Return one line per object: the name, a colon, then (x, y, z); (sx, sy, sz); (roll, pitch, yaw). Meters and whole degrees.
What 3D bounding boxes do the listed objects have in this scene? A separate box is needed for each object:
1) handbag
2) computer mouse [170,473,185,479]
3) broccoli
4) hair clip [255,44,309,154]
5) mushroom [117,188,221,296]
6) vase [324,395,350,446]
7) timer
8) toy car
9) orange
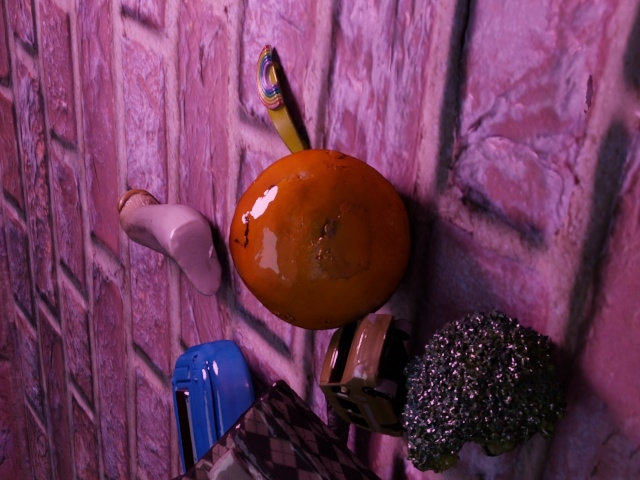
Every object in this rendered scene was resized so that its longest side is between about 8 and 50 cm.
handbag: (-0.123, 0.452, 1.352); (0.317, 0.416, 0.180); (45, -172, 3)
computer mouse: (-0.160, 0.471, 1.508); (0.264, 0.088, 0.147); (2, 86, 28)
broccoli: (0.197, 0.205, 1.058); (0.194, 0.219, 0.194); (49, 170, 12)
hair clip: (-0.066, -0.211, 1.388); (0.060, 0.033, 0.188); (-37, 71, 56)
mushroom: (-0.308, -0.008, 1.761); (0.328, 0.122, 0.159); (25, 114, 51)
vase: (0.028, 0.308, 1.435); (0.059, 0.059, 0.167); (35, 130, 45)
timer: (-0.201, 0.367, 1.706); (0.309, 0.115, 0.340); (155, 107, -68)
toy car: (0.061, 0.178, 1.171); (0.124, 0.101, 0.257); (8, 154, 17)
orange: (0.000, 0.000, 1.188); (0.246, 0.246, 0.246); (28, 126, 49)
